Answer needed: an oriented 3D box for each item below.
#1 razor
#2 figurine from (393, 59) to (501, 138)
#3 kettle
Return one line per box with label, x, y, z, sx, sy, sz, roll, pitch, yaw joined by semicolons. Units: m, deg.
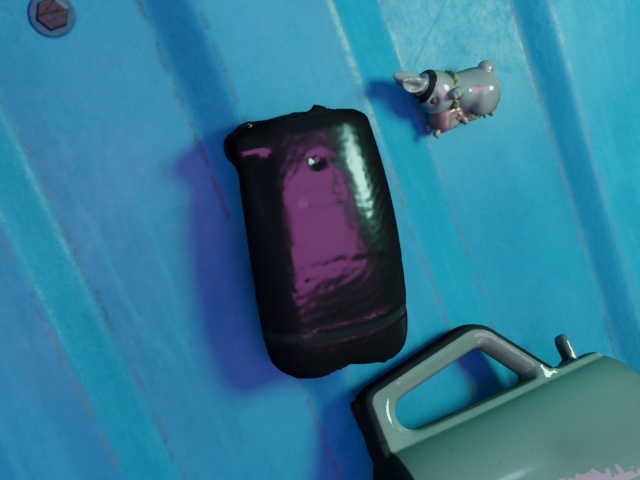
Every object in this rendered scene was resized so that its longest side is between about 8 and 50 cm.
razor;0.001;0.001;1.101;0.204;0.113;0.349;-14;102;-17
figurine;0.172;-0.189;1.160;0.146;0.081;0.098;-12;101;-20
kettle;0.262;0.291;1.195;0.377;0.250;0.361;-18;83;-16
